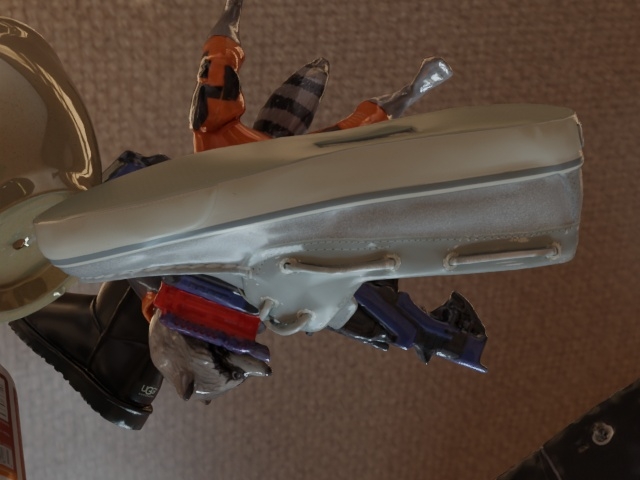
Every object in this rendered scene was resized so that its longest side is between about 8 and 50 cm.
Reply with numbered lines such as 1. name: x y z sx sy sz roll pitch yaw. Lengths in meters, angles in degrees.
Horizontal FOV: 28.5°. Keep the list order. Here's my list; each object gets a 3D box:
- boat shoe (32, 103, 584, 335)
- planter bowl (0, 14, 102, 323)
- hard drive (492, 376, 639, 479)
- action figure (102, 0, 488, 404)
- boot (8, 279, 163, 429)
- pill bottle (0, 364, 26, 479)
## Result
1. boat shoe: 0.000 0.000 0.518 0.227 0.079 0.081 -10 104 -4
2. planter bowl: -0.182 -0.025 0.676 0.162 0.109 0.162 -32 151 -20
3. hard drive: 0.098 0.227 0.660 0.339 0.064 0.237 -38 135 13
4. action figure: -0.019 -0.012 1.002 0.341 0.178 0.330 29 77 -10
5. boot: -0.206 0.050 1.311 0.094 0.246 0.207 27 95 -49
6. pill bottle: -0.345 0.185 1.195 0.121 0.216 0.121 -10 132 -11
